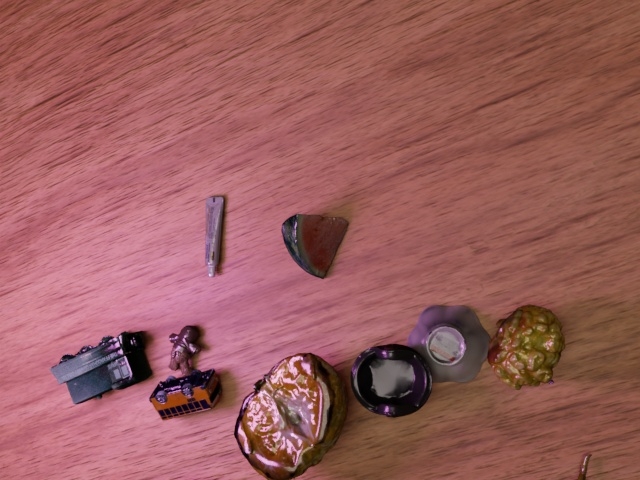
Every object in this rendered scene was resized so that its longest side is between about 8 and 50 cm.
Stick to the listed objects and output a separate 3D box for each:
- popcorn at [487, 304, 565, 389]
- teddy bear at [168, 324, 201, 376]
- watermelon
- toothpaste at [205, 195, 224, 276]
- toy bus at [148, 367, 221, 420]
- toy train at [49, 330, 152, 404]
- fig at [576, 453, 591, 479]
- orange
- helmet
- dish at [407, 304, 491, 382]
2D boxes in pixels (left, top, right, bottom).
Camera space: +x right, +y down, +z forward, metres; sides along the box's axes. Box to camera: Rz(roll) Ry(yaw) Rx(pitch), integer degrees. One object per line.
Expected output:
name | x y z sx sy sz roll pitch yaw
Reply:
popcorn | 0.521 0.268 1.554 0.169 0.189 0.218 31 90 11
teddy bear | -0.431 0.341 1.914 0.119 0.078 0.160 16 93 22
watermelon | -0.016 0.010 1.782 0.202 0.136 0.207 -30 92 20
toothpaste | -0.336 -0.012 1.928 0.067 0.037 0.255 -2 82 24
toy bus | -0.404 0.471 1.874 0.201 0.098 0.114 -17 109 17
toy train | -0.697 0.410 1.970 0.330 0.138 0.178 -26 83 16
fig | 0.644 0.658 1.520 0.159 0.159 0.257 10 72 19
orange | -0.058 0.492 1.706 0.368 0.210 0.271 -49 52 8
helmet | 0.191 0.371 1.645 0.216 0.193 0.189 -3 83 14
dish | 0.342 0.282 1.661 0.229 0.081 0.229 -1 87 18
